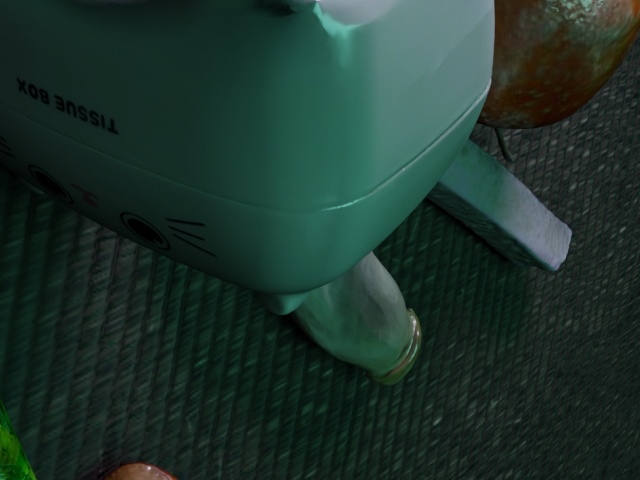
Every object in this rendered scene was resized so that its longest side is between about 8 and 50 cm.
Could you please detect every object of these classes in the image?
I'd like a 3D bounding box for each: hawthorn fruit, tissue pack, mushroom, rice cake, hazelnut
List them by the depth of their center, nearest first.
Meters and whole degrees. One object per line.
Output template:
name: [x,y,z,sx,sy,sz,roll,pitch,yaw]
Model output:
tissue pack: [-0.072,-0.116,0.729,0.229,0.333,0.236,-41,145,-38]
hazelnut: [-0.138,0.208,0.908,0.086,0.086,0.086,-11,105,-48]
mushroom: [-0.001,0.002,1.018,0.109,0.097,0.351,-51,135,-27]
hawthorn fruit: [0.174,-0.206,1.075,0.235,0.231,0.263,-1,92,-39]
rice cake: [0.147,-0.054,1.204,0.365,0.056,0.073,30,68,-48]

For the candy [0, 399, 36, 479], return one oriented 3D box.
candy: [-0.237,0.161,0.811,0.102,0.032,0.178,-38,124,-39]
